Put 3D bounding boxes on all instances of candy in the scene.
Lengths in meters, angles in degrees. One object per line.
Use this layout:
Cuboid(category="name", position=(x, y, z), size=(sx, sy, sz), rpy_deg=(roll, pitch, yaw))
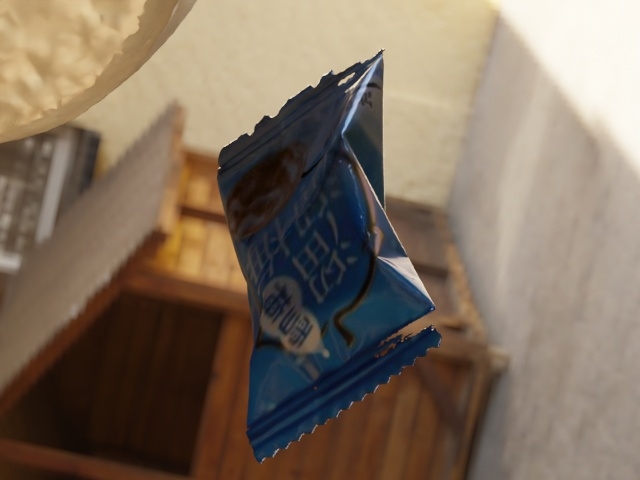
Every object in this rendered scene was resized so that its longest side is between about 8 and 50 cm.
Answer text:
Cuboid(category="candy", position=(0.001, 0.000, 0.674), size=(0.088, 0.038, 0.136), rpy_deg=(-38, 44, 34))

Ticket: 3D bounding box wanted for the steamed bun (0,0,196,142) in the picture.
Cuboid(category="steamed bun", position=(-0.165, -0.187, 0.812), size=(0.177, 0.283, 0.283), rpy_deg=(-76, 1, -51))
